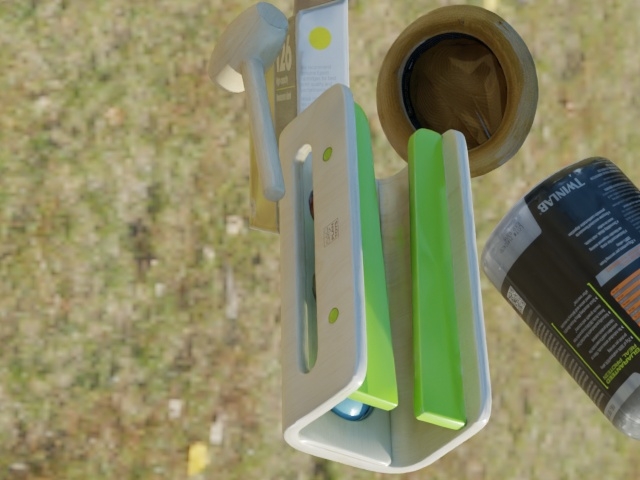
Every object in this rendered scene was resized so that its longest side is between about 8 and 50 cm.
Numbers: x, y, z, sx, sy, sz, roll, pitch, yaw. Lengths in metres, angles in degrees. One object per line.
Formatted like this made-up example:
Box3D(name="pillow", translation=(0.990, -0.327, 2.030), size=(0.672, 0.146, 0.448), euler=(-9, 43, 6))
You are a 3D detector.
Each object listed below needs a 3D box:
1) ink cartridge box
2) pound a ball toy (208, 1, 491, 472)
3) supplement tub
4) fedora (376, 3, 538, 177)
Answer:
Box3D(name="ink cartridge box", translation=(-0.027, -0.158, 1.631), size=(0.303, 0.072, 0.307), euler=(-168, -105, -79))
Box3D(name="pound a ball toy", translation=(0.000, 0.000, 1.176), size=(0.208, 0.136, 0.319), euler=(19, 50, -29))
Box3D(name="supplement tub", translation=(0.338, 0.079, 1.660), size=(0.316, 0.193, 0.193), euler=(52, 18, 21))
Box3D(name="fedora", translation=(0.155, -0.155, 1.659), size=(0.079, 0.194, 0.194), euler=(16, 76, -63))
